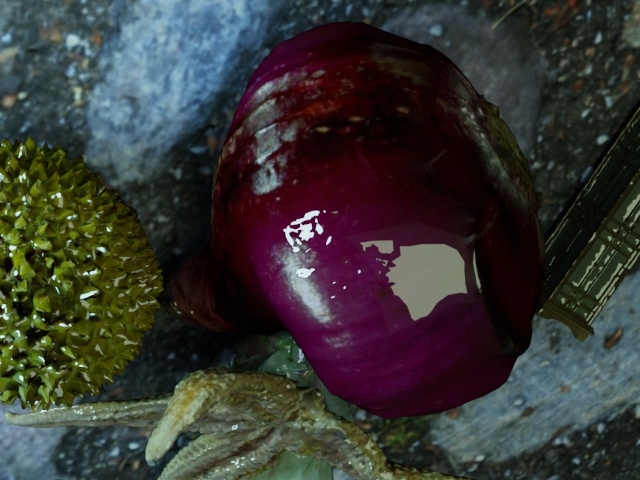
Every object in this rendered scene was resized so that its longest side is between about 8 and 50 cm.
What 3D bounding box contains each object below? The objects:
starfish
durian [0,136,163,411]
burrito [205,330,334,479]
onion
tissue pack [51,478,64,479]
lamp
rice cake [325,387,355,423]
[{"bbox_3d":[-0.084,0.223,1.785,0.384,0.132,0.398,-19,151,23],"label":"starfish"},{"bbox_3d":[-0.299,0.031,1.647,0.293,0.258,0.258,36,96,8],"label":"durian"},{"bbox_3d":[-0.057,0.197,1.910,0.144,0.089,0.229,-8,121,-11],"label":"burrito"},{"bbox_3d":[0.000,0.000,1.723,0.420,0.398,0.398,-18,123,17],"label":"onion"},{"bbox_3d":[-0.275,0.398,1.840,0.206,0.198,0.287,-43,120,4],"label":"tissue pack"},{"bbox_3d":[0.349,-0.047,1.983,0.089,0.090,0.325,31,96,-30],"label":"lamp"},{"bbox_3d":[0.006,0.167,1.959,0.033,0.033,0.207,-32,121,-20],"label":"rice cake"}]
